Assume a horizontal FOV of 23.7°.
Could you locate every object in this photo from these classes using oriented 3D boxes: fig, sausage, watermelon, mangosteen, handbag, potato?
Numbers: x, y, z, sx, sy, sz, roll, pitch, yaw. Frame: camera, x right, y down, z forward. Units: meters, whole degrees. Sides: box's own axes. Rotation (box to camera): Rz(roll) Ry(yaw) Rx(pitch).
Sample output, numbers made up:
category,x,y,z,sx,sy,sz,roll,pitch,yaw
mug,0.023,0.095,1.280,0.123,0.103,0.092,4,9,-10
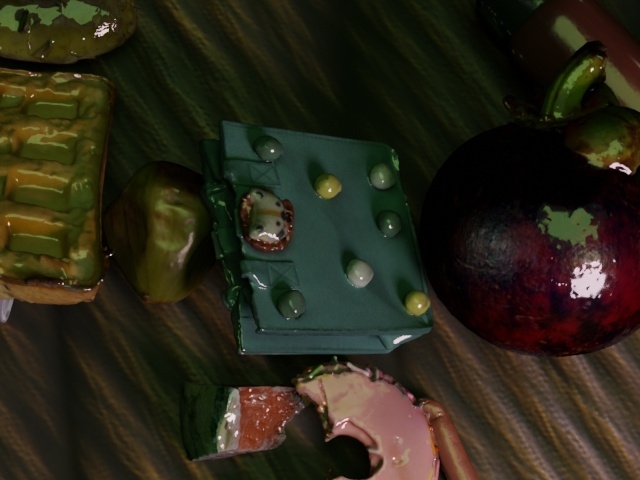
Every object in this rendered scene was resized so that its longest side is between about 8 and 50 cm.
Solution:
category,x,y,z,sx,sy,sz,roll,pitch,yaw
fig,-0.178,-0.008,1.782,0.154,0.144,0.166,-3,83,1
sausage,0.156,0.258,1.820,0.042,0.036,0.158,-16,77,-47
watermelon,-0.102,0.210,1.792,0.121,0.158,0.098,-1,91,36
mangosteen,0.266,-0.038,1.754,0.306,0.306,0.360,-6,119,-10
handbag,0.005,-0.002,1.757,0.274,0.100,0.269,8,63,-39
potato,-0.333,-0.273,1.848,0.225,0.090,0.117,-5,77,-11

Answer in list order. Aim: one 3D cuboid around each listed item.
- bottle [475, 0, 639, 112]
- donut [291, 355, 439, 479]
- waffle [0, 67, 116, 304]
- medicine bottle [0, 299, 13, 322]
category,x,y,z,sx,sy,sz,roll,pitch,yaw
bottle,0.336,-0.219,1.914,0.144,0.144,0.336,-39,83,-15
donut,0.038,0.261,1.770,0.199,0.085,0.233,19,78,-9
waffle,-0.383,-0.069,1.728,0.304,0.077,0.348,5,47,-10
medicine bottle,-0.561,0.005,1.739,0.426,0.108,0.108,10,75,-5
